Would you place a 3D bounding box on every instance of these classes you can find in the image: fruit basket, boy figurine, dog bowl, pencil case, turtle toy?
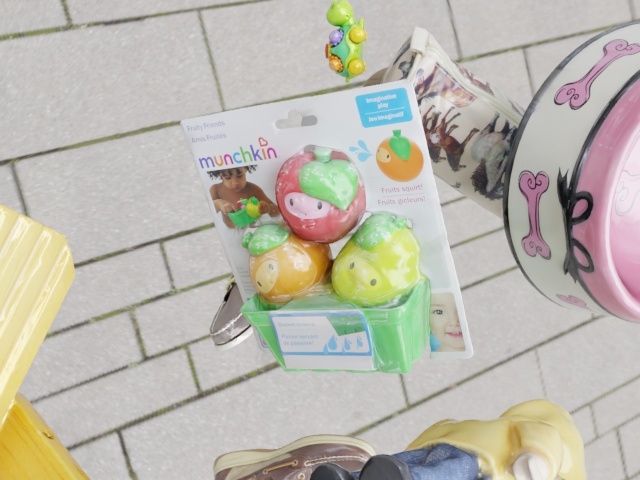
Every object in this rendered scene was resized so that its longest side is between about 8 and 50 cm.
[{"bbox_3d":[0.000,0.000,0.993,0.165,0.326,0.353,-52,130,-49],"label":"fruit basket"},{"bbox_3d":[0.119,0.190,0.652,0.285,0.177,0.092,2,71,-46],"label":"boy figurine"},{"bbox_3d":[0.446,-0.071,1.035,0.407,0.150,0.408,-8,110,-22],"label":"dog bowl"},{"bbox_3d":[0.262,-0.149,1.220,0.410,0.183,0.160,33,45,-12],"label":"pencil case"},{"bbox_3d":[0.041,-0.319,1.287,0.066,0.095,0.130,2,102,6],"label":"turtle toy"}]

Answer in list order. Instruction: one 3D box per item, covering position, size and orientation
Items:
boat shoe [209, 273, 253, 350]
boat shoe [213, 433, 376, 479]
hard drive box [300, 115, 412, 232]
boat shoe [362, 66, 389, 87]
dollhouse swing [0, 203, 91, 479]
[{"bbox_3d":[-0.142,0.091,1.644,0.097,0.116,0.324,60,42,-23],"label":"boat shoe"},{"bbox_3d":[-0.056,0.475,1.589,0.123,0.341,0.123,-88,163,-46],"label":"boat shoe"},{"bbox_3d":[0.072,-0.108,1.405,0.232,0.089,0.181,16,79,-31],"label":"hard drive box"},{"bbox_3d":[0.153,-0.265,1.778,0.341,0.121,0.110,-76,152,-43],"label":"boat shoe"},{"bbox_3d":[-0.330,0.151,0.746,0.305,0.315,0.347,-52,149,-1],"label":"dollhouse swing"}]
